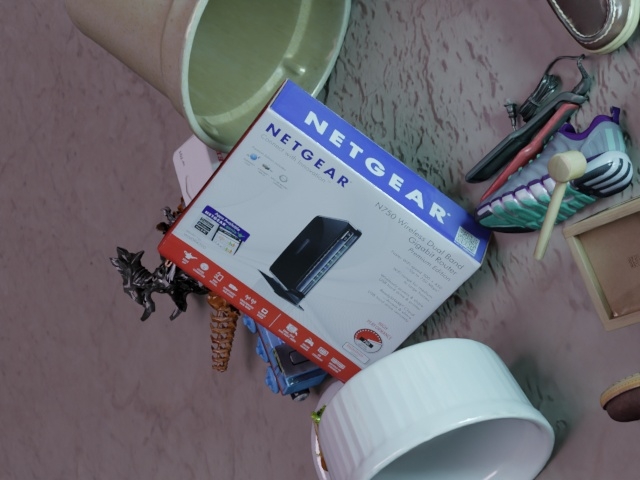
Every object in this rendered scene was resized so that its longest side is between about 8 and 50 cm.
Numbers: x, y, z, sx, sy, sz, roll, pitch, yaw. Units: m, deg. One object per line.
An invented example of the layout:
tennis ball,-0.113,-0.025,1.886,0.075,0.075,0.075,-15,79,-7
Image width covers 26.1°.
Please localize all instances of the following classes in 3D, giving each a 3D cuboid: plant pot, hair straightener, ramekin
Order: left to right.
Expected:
plant pot,-0.178,-0.333,1.920,0.305,0.333,0.334,30,113,30
ramekin,0.131,0.242,1.680,0.277,0.277,0.135,-55,45,34
hair straightener,0.250,-0.149,1.696,0.230,0.047,0.089,-55,53,34

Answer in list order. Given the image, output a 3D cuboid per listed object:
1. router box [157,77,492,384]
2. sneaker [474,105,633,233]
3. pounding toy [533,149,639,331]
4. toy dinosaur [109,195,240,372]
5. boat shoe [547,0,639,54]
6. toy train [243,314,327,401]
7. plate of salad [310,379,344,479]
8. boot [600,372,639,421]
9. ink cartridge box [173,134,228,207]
router box,0.000,0.000,1.808,0.335,0.082,0.301,36,128,-7
sneaker,0.279,-0.081,1.661,0.223,0.083,0.098,-23,54,41
pounding toy,0.331,-0.013,1.548,0.181,0.094,0.206,-25,87,49
toy dinosaur,-0.192,0.034,2.141,0.218,0.164,0.322,-19,54,31
boat shoe,0.261,-0.372,1.621,0.123,0.123,0.342,-34,65,44
toy train,-0.054,0.142,2.008,0.105,0.080,0.184,120,132,-65
plate of salad,0.045,0.291,1.940,0.199,0.048,0.200,0,90,49
boot,0.419,0.232,1.477,0.248,0.090,0.207,-20,73,43
ink cartridge box,-0.100,-0.082,1.989,0.082,0.190,0.140,-35,65,43
